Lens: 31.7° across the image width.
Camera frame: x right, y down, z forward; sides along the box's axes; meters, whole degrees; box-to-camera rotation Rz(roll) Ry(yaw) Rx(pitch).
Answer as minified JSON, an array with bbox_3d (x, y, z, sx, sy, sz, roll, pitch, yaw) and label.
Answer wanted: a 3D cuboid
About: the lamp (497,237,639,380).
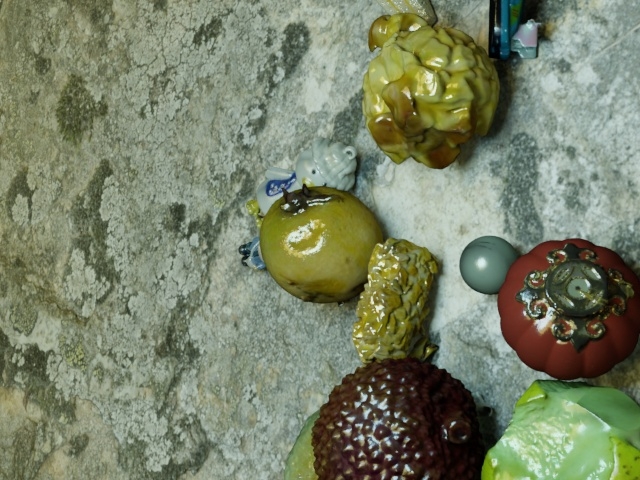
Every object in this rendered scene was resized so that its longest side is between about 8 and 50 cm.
[{"bbox_3d":[0.388,0.108,1.750,0.227,0.227,0.227,-11,74,42],"label":"lamp"}]

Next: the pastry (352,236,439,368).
[{"bbox_3d":[0.138,0.124,2.022,0.102,0.154,0.250,2,76,46],"label":"pastry"}]

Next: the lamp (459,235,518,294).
[{"bbox_3d":[0.288,0.043,1.921,0.105,0.105,0.105,-11,74,42],"label":"lamp"}]

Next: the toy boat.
[{"bbox_3d":[0.347,-0.471,1.988,0.092,0.134,0.298,3,79,7],"label":"toy boat"}]

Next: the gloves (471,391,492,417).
[{"bbox_3d":[0.267,0.285,1.930,0.081,0.044,0.037,-127,49,-61],"label":"gloves"}]

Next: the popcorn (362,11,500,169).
[{"bbox_3d":[0.182,-0.270,2.016,0.332,0.225,0.265,61,144,41],"label":"popcorn"}]

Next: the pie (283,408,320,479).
[{"bbox_3d":[0.043,0.449,2.091,0.306,0.071,0.306,-8,77,39],"label":"pie"}]

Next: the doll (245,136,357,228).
[{"bbox_3d":[-0.035,-0.110,2.254,0.293,0.119,0.138,-31,95,35],"label":"doll"}]

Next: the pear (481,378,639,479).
[{"bbox_3d":[0.400,0.373,1.699,0.282,0.176,0.286,38,109,39],"label":"pear"}]

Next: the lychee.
[{"bbox_3d":[0.127,0.340,1.852,0.330,0.306,0.306,-29,62,40],"label":"lychee"}]

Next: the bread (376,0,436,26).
[{"bbox_3d":[0.146,-0.469,2.165,0.077,0.105,0.152,-43,54,37],"label":"bread"}]

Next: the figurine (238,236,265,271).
[{"bbox_3d":[-0.108,0.026,2.330,0.149,0.087,0.086,-12,91,56],"label":"figurine"}]

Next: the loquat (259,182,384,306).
[{"bbox_3d":[0.000,0.000,2.109,0.244,0.244,0.244,-11,74,42],"label":"loquat"}]
